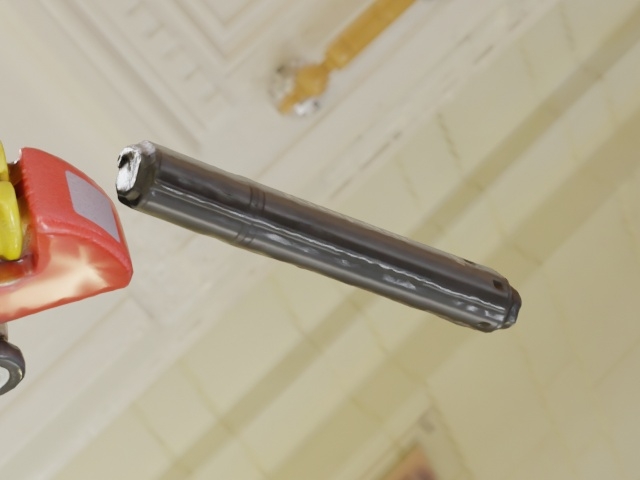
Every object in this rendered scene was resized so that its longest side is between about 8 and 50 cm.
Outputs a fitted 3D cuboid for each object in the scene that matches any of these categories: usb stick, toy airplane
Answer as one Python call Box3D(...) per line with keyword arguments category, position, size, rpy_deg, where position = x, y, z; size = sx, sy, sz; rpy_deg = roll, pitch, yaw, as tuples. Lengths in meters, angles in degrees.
Box3D(category="usb stick", position=(0.000, 0.000, 1.086), size=(0.278, 0.045, 0.077), rpy_deg=(20, 179, -19))
Box3D(category="toy airplane", position=(-0.349, -0.029, 1.137), size=(0.386, 0.384, 0.272), rpy_deg=(38, 131, 4))
